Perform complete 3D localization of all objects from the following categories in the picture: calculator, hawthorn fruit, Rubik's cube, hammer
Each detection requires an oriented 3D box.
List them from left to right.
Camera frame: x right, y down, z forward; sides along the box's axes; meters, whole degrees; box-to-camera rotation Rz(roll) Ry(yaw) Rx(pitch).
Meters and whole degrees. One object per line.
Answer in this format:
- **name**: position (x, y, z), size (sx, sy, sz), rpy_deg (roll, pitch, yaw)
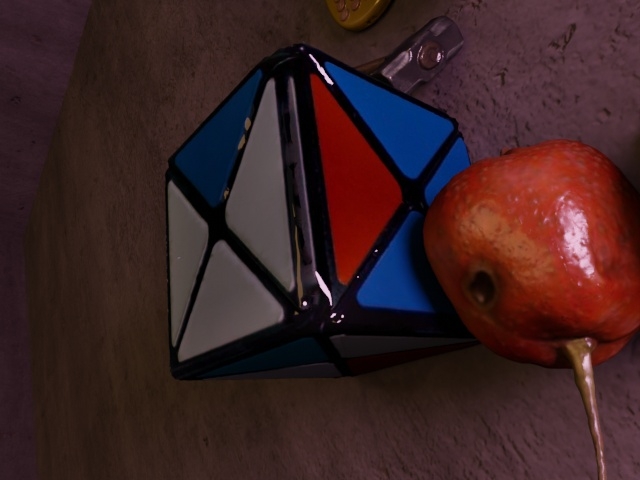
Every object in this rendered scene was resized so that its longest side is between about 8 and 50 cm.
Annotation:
- **Rubik's cube**: position (0.000, 0.000, 0.559), size (0.250, 0.248, 0.247), rpy_deg (-29, 60, 46)
- **hammer**: position (0.021, -0.203, 0.721), size (0.111, 0.043, 0.365), rpy_deg (-45, 25, -19)
- **calculator**: position (0.050, -0.395, 0.753), size (0.146, 0.032, 0.235), rpy_deg (-27, 63, 47)
- **hawthorn fruit**: position (0.173, 0.060, 0.381), size (0.165, 0.165, 0.286), rpy_deg (-44, 42, 39)
